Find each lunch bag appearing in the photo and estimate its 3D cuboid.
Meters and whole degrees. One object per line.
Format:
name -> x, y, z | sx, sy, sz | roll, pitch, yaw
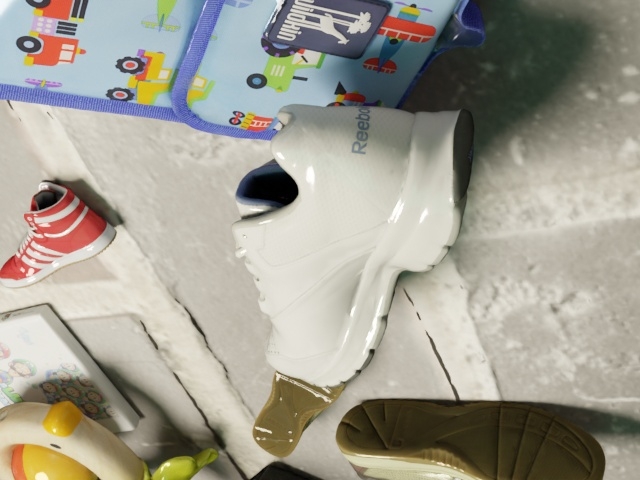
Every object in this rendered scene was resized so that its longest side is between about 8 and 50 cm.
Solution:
lunch bag -> -0.043, -0.165, 0.642 | 0.293, 0.138, 0.221 | 15, 138, -13

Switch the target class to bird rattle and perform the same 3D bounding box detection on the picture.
bird rattle -> -0.229, 0.222, 1.056 | 0.254, 0.143, 0.207 | -9, 128, 45

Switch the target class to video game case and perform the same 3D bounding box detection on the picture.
video game case -> -0.268, 0.131, 1.047 | 0.143, 0.019, 0.157 | -13, 125, 29

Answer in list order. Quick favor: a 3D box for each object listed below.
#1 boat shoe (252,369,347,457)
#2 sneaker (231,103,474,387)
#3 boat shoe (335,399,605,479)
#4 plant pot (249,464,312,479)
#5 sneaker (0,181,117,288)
boat shoe -> -0.010, 0.122, 0.935 | 0.056, 0.048, 0.153 | 32, 128, 7
sneaker -> 0.000, 0.000, 0.742 | 0.129, 0.111, 0.297 | 14, 143, -8
boat shoe -> 0.124, 0.182, 0.916 | 0.224, 0.080, 0.073 | 3, 137, 24
plant pot -> -0.044, 0.327, 1.045 | 0.167, 0.187, 0.188 | 41, 133, -1
sneaker -> -0.227, -0.005, 0.891 | 0.119, 0.042, 0.067 | -23, 124, 26
